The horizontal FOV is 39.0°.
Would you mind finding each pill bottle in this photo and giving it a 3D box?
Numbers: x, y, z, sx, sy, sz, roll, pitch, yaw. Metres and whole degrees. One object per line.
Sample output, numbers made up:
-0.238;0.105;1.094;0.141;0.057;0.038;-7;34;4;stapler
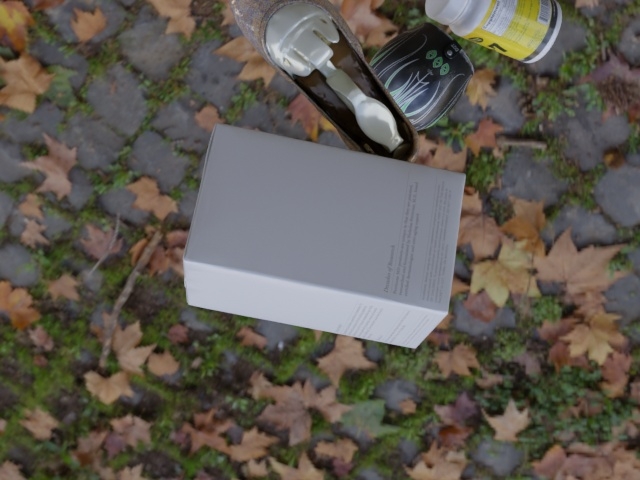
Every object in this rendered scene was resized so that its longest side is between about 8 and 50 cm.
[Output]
0.291;-0.388;1.531;0.209;0.119;0.119;16;125;-22;pill bottle

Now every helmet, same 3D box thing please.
0.151;-0.258;1.471;0.161;0.169;0.169;-43;105;-1;helmet

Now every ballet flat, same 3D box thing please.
0.016;-0.203;1.078;0.107;0.106;0.316;-44;109;7;ballet flat

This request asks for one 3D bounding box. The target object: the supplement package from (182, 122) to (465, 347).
0.000;0.000;1.066;0.293;0.175;0.177;11;160;-3;supplement package
